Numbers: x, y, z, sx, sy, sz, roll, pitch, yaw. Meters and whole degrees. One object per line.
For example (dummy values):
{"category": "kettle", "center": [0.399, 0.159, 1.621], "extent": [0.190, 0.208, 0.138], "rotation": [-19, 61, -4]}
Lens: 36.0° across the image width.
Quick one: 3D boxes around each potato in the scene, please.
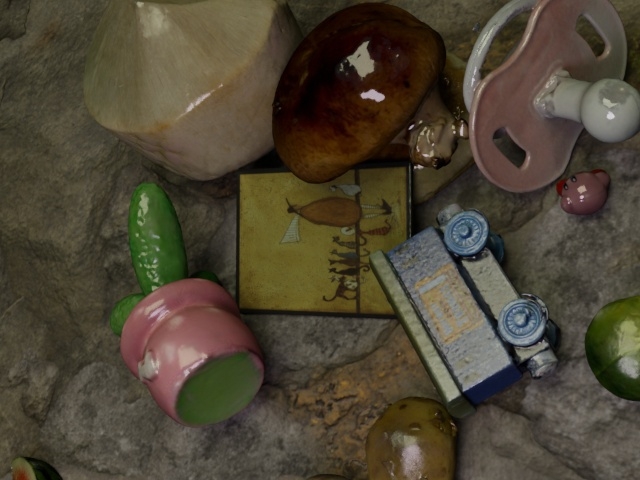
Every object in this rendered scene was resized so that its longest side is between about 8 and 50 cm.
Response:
{"category": "potato", "center": [0.132, 0.311, 1.419], "extent": [0.137, 0.137, 0.176], "rotation": [-5, 70, 27]}

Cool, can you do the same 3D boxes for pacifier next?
{"category": "pacifier", "center": [0.360, -0.220, 1.478], "extent": [0.273, 0.220, 0.332], "rotation": [36, 86, 19]}

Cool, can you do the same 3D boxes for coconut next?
{"category": "coconut", "center": [-0.218, -0.310, 1.736], "extent": [0.415, 0.415, 0.344], "rotation": [-37, 53, 9]}

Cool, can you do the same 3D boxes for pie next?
{"category": "pie", "center": [0.140, -0.203, 1.686], "extent": [0.315, 0.092, 0.315], "rotation": [-13, 61, 25]}

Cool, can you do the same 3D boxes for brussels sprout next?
{"category": "brussels sprout", "center": [0.437, 0.143, 1.339], "extent": [0.155, 0.117, 0.155], "rotation": [-2, 71, 6]}

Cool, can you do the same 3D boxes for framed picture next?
{"category": "framed picture", "center": [0.000, 0.000, 1.654], "extent": [0.339, 0.014, 0.255], "rotation": [0, 89, 29]}

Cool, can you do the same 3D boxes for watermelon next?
{"category": "watermelon", "center": [-0.502, 0.470, 1.737], "extent": [0.119, 0.063, 0.245], "rotation": [-44, 53, 20]}

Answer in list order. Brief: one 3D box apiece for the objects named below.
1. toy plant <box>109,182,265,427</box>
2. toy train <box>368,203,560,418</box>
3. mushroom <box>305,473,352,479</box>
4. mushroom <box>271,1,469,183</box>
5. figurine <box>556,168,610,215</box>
{"category": "toy plant", "center": [-0.234, 0.120, 1.644], "extent": [0.356, 0.211, 0.317], "rotation": [55, 139, 46]}
{"category": "toy train", "center": [0.216, 0.100, 1.459], "extent": [0.202, 0.131, 0.299], "rotation": [-33, 60, 9]}
{"category": "mushroom", "center": [0.014, 0.422, 1.419], "extent": [0.166, 0.127, 0.166], "rotation": [6, 98, 46]}
{"category": "mushroom", "center": [0.076, -0.220, 1.573], "extent": [0.345, 0.259, 0.345], "rotation": [-44, 21, 21]}
{"category": "figurine", "center": [0.402, -0.073, 1.491], "extent": [0.083, 0.071, 0.067], "rotation": [-35, 96, 19]}
